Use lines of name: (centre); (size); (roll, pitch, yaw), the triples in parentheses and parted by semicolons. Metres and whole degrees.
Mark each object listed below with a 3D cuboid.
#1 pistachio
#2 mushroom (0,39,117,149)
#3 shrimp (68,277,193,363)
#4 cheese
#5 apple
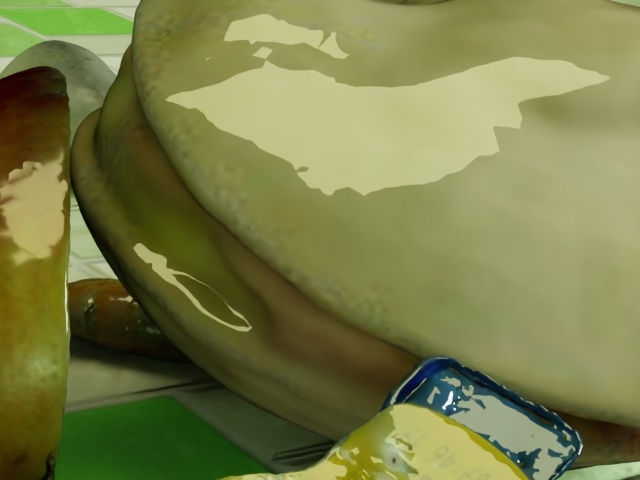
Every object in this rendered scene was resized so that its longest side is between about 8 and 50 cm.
pistachio: (0.084, -0.022, 0.896); (0.445, 0.281, 0.365); (15, 34, -16)
mushroom: (-0.180, -0.089, 1.363); (0.270, 0.103, 0.118); (31, 34, 32)
shrimp: (-0.080, 0.048, 1.036); (0.217, 0.051, 0.115); (7, 15, 7)
cheese: (0.004, 0.140, 0.636); (0.177, 0.069, 0.270); (29, 51, 27)
apple: (-0.209, 0.029, 0.874); (0.254, 0.179, 0.346); (-35, 22, 0)
